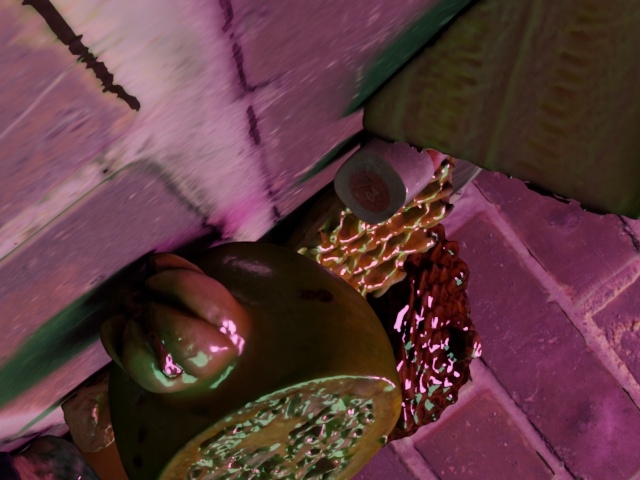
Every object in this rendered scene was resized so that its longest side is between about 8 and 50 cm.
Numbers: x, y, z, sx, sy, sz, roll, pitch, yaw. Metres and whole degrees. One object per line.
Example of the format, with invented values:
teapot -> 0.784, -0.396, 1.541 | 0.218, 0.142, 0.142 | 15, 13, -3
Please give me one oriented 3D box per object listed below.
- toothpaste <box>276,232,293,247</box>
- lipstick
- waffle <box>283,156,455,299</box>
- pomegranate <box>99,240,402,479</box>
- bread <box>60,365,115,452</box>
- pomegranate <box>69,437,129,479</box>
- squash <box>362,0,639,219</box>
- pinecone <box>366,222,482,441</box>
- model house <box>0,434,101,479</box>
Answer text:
toothpaste -> 0.000, 0.000, 1.252 | 0.314, 0.056, 0.058 | -32, 130, -31
lipstick -> 0.086, -0.085, 1.010 | 0.186, 0.057, 0.063 | -42, 179, -41
waffle -> 0.038, -0.007, 1.184 | 0.223, 0.054, 0.204 | -45, 156, -3
pomegranate -> -0.072, 0.082, 0.874 | 0.241, 0.159, 0.190 | 6, 135, -43
bread -> -0.169, 0.134, 1.158 | 0.110, 0.060, 0.066 | -35, 144, -32
pomegranate -> -0.165, 0.313, 1.557 | 0.307, 0.307, 0.307 | -38, 176, -3
squash -> 0.157, -0.174, 0.771 | 0.111, 0.203, 0.288 | -31, 137, -54
pinecone -> 0.044, 0.109, 1.481 | 0.296, 0.242, 0.298 | -30, -177, 36
model house -> -0.255, 0.357, 1.149 | 0.245, 0.312, 0.280 | -35, 178, -4
